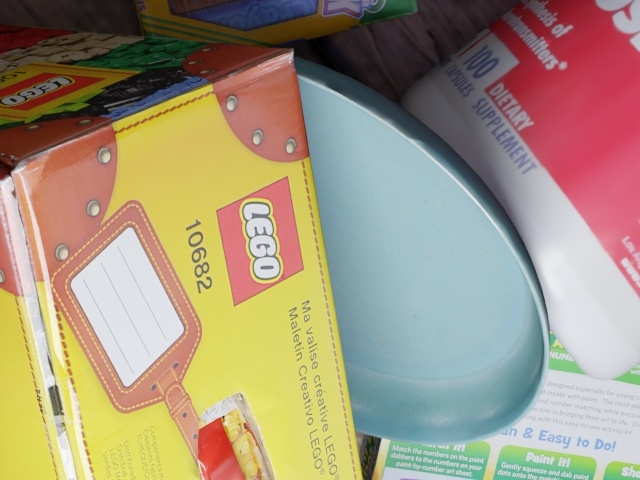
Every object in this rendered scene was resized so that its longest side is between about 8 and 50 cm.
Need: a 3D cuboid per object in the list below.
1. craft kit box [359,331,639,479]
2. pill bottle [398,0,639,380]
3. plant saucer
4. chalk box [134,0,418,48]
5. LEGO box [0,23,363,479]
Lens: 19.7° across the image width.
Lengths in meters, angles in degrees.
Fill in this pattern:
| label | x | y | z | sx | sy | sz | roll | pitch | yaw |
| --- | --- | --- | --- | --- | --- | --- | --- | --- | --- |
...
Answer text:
| label | x | y | z | sx | sy | sz | roll | pitch | yaw |
| --- | --- | --- | --- | --- | --- | --- | --- | --- | --- |
| craft kit box | 0.154 | 0.156 | 1.316 | 0.250 | 0.061 | 0.246 | 10 | 109 | -11 |
| pill bottle | 0.270 | -0.116 | 1.149 | 0.408 | 0.229 | 0.229 | -37 | 109 | 5 |
| plant saucer | 0.000 | 0.000 | 1.100 | 0.317 | 0.318 | 0.043 | 48 | 56 | -18 |
| chalk box | -0.018 | -0.199 | 1.136 | 0.213 | 0.132 | 0.132 | -13 | 109 | -2 |
| LEGO box | -0.167 | 0.139 | 1.080 | 0.193 | 0.372 | 0.500 | -27 | 117 | -40 |
